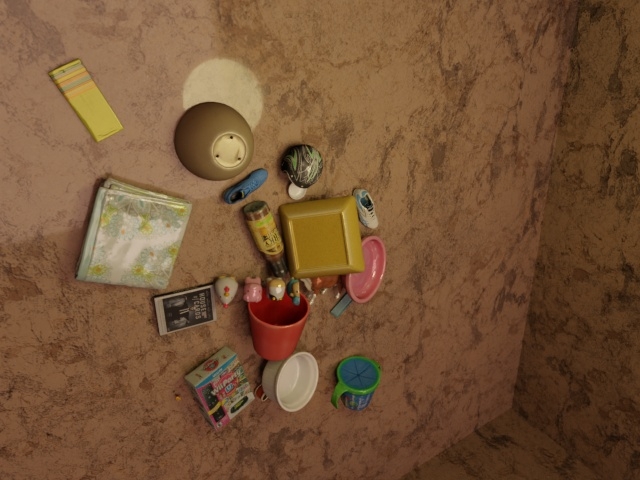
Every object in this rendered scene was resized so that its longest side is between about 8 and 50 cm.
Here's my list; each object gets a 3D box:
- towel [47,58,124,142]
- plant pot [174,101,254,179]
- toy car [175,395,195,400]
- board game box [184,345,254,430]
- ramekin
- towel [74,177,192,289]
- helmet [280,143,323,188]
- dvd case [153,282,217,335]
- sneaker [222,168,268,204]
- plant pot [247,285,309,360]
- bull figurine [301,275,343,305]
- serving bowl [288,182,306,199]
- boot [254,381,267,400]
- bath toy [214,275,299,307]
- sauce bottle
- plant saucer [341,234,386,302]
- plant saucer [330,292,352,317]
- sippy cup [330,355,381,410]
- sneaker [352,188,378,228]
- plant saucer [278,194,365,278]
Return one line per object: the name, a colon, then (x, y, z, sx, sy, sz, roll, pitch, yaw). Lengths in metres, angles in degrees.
towel: (-0.731, -0.435, 1.359, 0.102, 0.021, 0.237, -31, 125, -10)
plant pot: (-0.349, -0.334, 1.530, 0.284, 0.191, 0.284, -13, 116, -27)
toy car: (-0.585, 0.693, 1.943, 0.121, 0.060, 0.040, 16, 147, -19)
board game box: (-0.445, 0.662, 1.937, 0.224, 0.097, 0.304, -36, 126, -33)
ramekin: (-0.149, 0.658, 2.073, 0.277, 0.135, 0.278, -6, 98, -47)
towel: (-0.660, -0.008, 1.545, 0.320, 0.090, 0.375, 14, 103, -34)
helmet: (-0.068, -0.298, 1.735, 0.169, 0.161, 0.170, -13, 117, -27)
dvd case: (-0.550, 0.280, 1.776, 0.238, 0.029, 0.180, -12, 117, -27)
sneaker: (-0.283, -0.206, 1.696, 0.209, 0.082, 0.069, -36, 123, -15)
plant pot: (-0.194, 0.374, 1.906, 0.274, 0.275, 0.243, -9, 126, -28)
bull figurine: (0.003, 0.191, 2.016, 0.310, 0.101, 0.189, -3, 118, -40)
serving bowl: (-0.102, -0.217, 1.833, 0.083, 0.027, 0.084, -13, 117, -27)
boot: (-0.250, 0.707, 2.114, 0.059, 0.084, 0.158, 40, 86, -35)
bath toy: (-0.264, 0.214, 1.796, 0.347, 0.129, 0.151, 1, 151, -12)
sauce bottle: (-0.216, 0.002, 1.810, 0.111, 0.111, 0.345, -31, 124, -17)
plant saucer: (0.203, 0.132, 2.085, 0.332, 0.084, 0.333, -23, 119, -49)
plant saucer: (0.129, 0.309, 2.213, 0.192, 0.018, 0.067, -47, 127, -5)
sippy cup: (0.198, 0.793, 2.353, 0.305, 0.240, 0.224, -1, 124, -6)
sneaker: (0.221, -0.141, 2.031, 0.085, 0.086, 0.237, -39, 127, -13)
plant saucer: (0.000, 0.000, 1.801, 0.332, 0.081, 0.333, -7, 100, 10)
